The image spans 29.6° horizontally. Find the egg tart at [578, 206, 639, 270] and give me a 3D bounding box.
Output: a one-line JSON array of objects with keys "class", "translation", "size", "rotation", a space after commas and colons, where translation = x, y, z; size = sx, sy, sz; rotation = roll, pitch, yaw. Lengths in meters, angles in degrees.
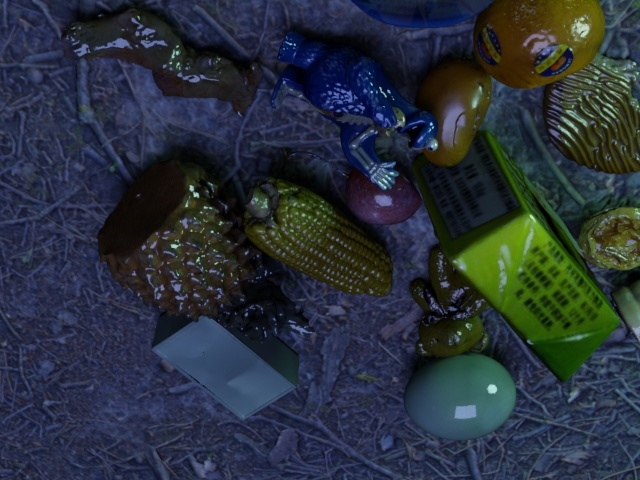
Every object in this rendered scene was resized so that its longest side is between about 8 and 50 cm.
[{"class": "egg tart", "translation": [0.465, -0.007, 1.897], "size": [0.131, 0.052, 0.130], "rotation": [1, 128, 1]}]

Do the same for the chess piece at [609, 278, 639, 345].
[{"class": "chess piece", "translation": [0.614, 0.062, 1.915], "size": [0.301, 0.137, 0.137], "rotation": [-33, 120, 13]}]

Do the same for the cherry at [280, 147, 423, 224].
[{"class": "cherry", "translation": [0.047, -0.083, 1.853], "size": [0.226, 0.090, 0.107], "rotation": [16, 152, 15]}]

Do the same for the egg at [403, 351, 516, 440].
[{"class": "egg", "translation": [0.237, 0.266, 2.065], "size": [0.192, 0.149, 0.149], "rotation": [-11, 127, 12]}]

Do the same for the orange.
[{"class": "orange", "translation": [0.289, -0.281, 1.614], "size": [0.178, 0.178, 0.155], "rotation": [-30, 78, 24]}]

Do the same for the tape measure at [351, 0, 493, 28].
[{"class": "tape measure", "translation": [0.136, -0.407, 1.548], "size": [0.259, 0.138, 0.262], "rotation": [3, 128, 3]}]

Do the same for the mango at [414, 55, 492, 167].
[{"class": "mango", "translation": [0.186, -0.183, 1.726], "size": [0.105, 0.084, 0.159], "rotation": [13, 94, -14]}]

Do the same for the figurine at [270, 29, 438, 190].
[{"class": "figurine", "translation": [0.056, -0.201, 1.707], "size": [0.262, 0.120, 0.164], "rotation": [37, 144, 5]}]

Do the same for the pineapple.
[{"class": "pineapple", "translation": [-0.159, 0.047, 1.888], "size": [0.223, 0.222, 0.357], "rotation": [-33, 126, 26]}]

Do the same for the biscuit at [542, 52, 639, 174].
[{"class": "biscuit", "translation": [0.418, -0.181, 1.775], "size": [0.229, 0.031, 0.176], "rotation": [32, 125, -19]}]

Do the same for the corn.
[{"class": "corn", "translation": [0.000, 0.000, 1.864], "size": [0.119, 0.119, 0.322], "rotation": [-36, 138, 27]}]

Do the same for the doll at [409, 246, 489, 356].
[{"class": "doll", "translation": [0.212, 0.109, 1.982], "size": [0.137, 0.097, 0.209], "rotation": [0, 123, 10]}]

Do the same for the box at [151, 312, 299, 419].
[{"class": "box", "translation": [-0.159, 0.191, 2.072], "size": [0.129, 0.086, 0.225], "rotation": [-34, 119, 25]}]

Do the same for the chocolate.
[{"class": "chocolate", "translation": [0.286, 0.010, 1.775], "size": [0.137, 0.300, 0.289], "rotation": [-37, 119, 14]}]

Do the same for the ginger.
[{"class": "ginger", "translation": [-0.224, -0.261, 1.734], "size": [0.290, 0.084, 0.122], "rotation": [18, 149, -15]}]
